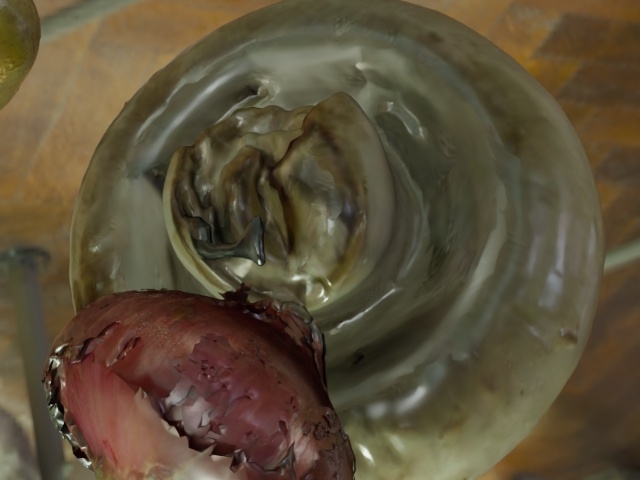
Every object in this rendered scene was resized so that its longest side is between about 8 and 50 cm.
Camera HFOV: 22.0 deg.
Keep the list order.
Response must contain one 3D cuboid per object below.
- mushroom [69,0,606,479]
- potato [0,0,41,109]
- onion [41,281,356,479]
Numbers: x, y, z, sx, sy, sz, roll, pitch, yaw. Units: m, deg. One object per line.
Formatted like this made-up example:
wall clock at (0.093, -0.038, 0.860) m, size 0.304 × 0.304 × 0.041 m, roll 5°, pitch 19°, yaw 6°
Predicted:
mushroom at (0.000, 0.000, 1.072) m, size 0.362 × 0.362 × 0.294 m, roll -21°, pitch 156°, yaw 9°
potato at (-0.391, -0.185, 1.580) m, size 0.369 × 0.176 × 0.195 m, roll -19°, pitch 112°, yaw 50°
onion at (-0.047, 0.091, 0.814) m, size 0.147 × 0.184 × 0.184 m, roll -45°, pitch 156°, yaw -21°
